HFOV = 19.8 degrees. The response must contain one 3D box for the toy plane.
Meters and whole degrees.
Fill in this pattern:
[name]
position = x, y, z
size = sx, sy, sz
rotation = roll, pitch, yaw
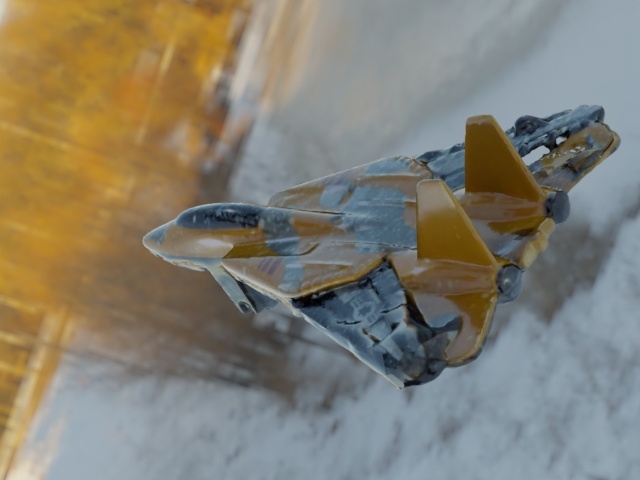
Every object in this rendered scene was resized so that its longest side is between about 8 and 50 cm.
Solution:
[toy plane]
position = 0.007, 0.009, 1.032
size = 0.316, 0.103, 0.204
rotation = -11, 34, 51
